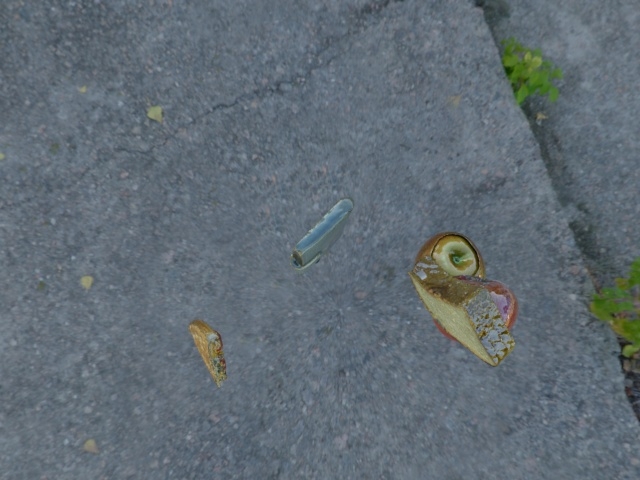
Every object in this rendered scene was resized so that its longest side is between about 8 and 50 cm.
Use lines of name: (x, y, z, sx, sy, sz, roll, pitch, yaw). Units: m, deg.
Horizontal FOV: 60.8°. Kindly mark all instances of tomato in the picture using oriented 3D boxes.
tomato: (0.423, 0.196, 1.494, 0.232, 0.232, 0.188, 4, 96, 3)

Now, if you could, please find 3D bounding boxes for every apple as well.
apple: (0.424, 0.088, 1.769, 0.237, 0.207, 0.236, 5, 72, -16)

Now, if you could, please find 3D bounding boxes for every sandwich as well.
sandwich: (0.279, 0.139, 1.090, 0.065, 0.215, 0.186, -38, 114, -8)

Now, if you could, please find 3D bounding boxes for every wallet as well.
wallet: (0.000, 0.000, 1.710, 0.083, 0.360, 0.252, 41, 79, 6)

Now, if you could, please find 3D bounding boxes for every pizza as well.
pizza: (-0.288, 0.303, 1.474, 0.062, 0.188, 0.198, -21, 106, -24)
